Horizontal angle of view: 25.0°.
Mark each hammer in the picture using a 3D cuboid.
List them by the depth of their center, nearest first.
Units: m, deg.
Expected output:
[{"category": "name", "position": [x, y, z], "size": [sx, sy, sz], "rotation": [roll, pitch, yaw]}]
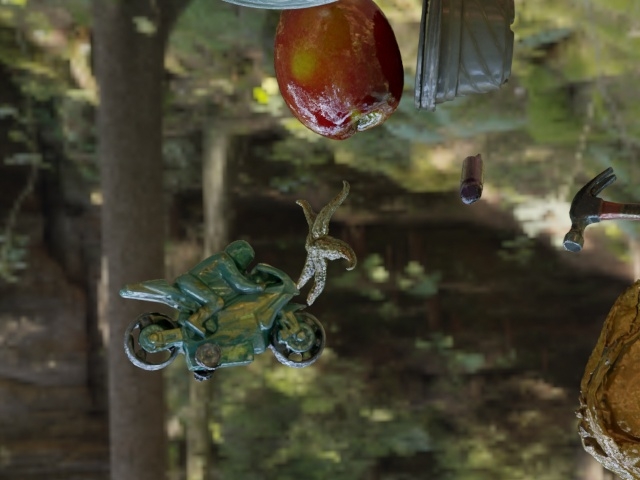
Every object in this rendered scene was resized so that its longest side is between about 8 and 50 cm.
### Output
[{"category": "hammer", "position": [0.445, -0.032, 1.783], "size": [0.287, 0.111, 0.033], "rotation": [4, 156, 31]}]

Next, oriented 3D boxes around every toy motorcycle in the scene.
[{"category": "toy motorcycle", "position": [-0.143, 0.100, 2.112], "size": [0.296, 0.198, 0.109], "rotation": [-6, 170, -13]}]

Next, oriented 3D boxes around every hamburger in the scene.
[{"category": "hamburger", "position": [0.464, 0.175, 1.740], "size": [0.318, 0.319, 0.158], "rotation": [-2, 167, 1]}]

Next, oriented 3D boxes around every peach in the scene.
[{"category": "peach", "position": [0.022, -0.268, 2.128], "size": [0.189, 0.226, 0.196], "rotation": [-25, 166, 6]}]

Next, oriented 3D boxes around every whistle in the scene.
[{"category": "whistle", "position": [0.210, -0.087, 1.999], "size": [0.033, 0.033, 0.176], "rotation": [-2, -163, 8]}]

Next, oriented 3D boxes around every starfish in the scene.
[{"category": "starfish", "position": [-0.002, 0.000, 2.316], "size": [0.050, 0.224, 0.217], "rotation": [12, -154, -25]}]

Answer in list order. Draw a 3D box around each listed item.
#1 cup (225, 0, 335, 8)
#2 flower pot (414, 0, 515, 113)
[{"category": "cup", "position": [-0.083, -0.530, 1.775], "size": [0.400, 0.392, 0.310], "rotation": [14, 157, -37]}, {"category": "flower pot", "position": [0.212, -0.297, 2.126], "size": [0.140, 0.236, 0.235], "rotation": [4, 177, 1]}]
